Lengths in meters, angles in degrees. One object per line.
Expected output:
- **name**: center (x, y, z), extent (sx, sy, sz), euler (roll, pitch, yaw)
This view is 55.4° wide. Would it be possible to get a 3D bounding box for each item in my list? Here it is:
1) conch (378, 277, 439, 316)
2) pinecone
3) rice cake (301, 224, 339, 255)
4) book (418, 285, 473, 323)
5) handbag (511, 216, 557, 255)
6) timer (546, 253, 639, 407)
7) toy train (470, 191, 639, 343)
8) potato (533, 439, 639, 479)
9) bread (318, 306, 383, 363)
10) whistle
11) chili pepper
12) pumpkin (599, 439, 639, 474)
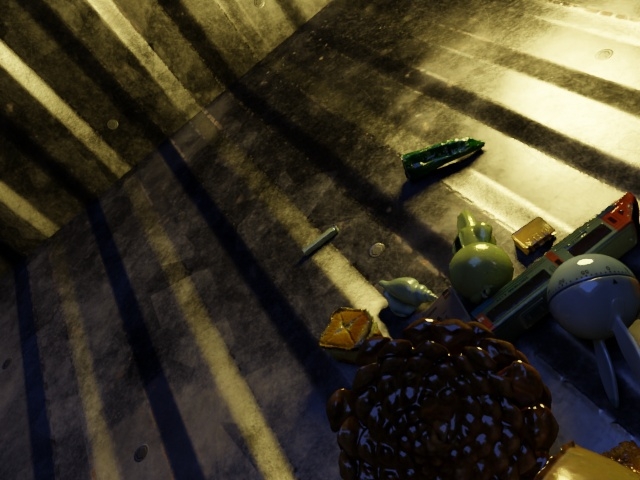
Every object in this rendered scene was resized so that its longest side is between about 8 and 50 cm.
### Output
- **conch**: center (0.204, 0.129, 1.417), extent (0.065, 0.088, 0.180), euler (-12, 12, -40)
- **pinecone**: center (0.209, 0.308, 1.028), extent (0.385, 0.384, 0.384), euler (-21, 43, 21)
- **rice cake**: center (0.000, 0.000, 1.715), extent (0.121, 0.022, 0.021), euler (-37, 48, 3)
- **book**: center (0.272, 0.198, 1.286), extent (0.127, 0.014, 0.181), euler (-55, 33, 26)
- **handbag**: center (0.475, -0.012, 1.361), extent (0.083, 0.027, 0.061), euler (-34, 39, 4)
- **timer**: center (0.520, 0.139, 1.088), extent (0.175, 0.175, 0.255), euler (-36, 63, 4)
- **toy train**: center (0.493, 0.062, 1.230), extent (0.409, 0.086, 0.089), euler (-37, 44, 1)
- **potato**: center (0.323, 0.502, 0.706), extent (0.320, 0.385, 0.441), euler (26, 100, 35)
- **bread**: center (0.076, 0.217, 1.416), extent (0.140, 0.069, 0.127), euler (-4, 50, 39)
- **whistle**: center (0.358, 0.033, 1.354), extent (0.141, 0.141, 0.294), euler (-16, 25, 25)
- **chili pepper**: center (0.334, -0.227, 1.651), extent (0.227, 0.088, 0.059), euler (-16, 47, 13)
- **pumpkin**: center (0.492, 0.368, 0.969), extent (0.074, 0.053, 0.083), euler (-28, 19, 8)
